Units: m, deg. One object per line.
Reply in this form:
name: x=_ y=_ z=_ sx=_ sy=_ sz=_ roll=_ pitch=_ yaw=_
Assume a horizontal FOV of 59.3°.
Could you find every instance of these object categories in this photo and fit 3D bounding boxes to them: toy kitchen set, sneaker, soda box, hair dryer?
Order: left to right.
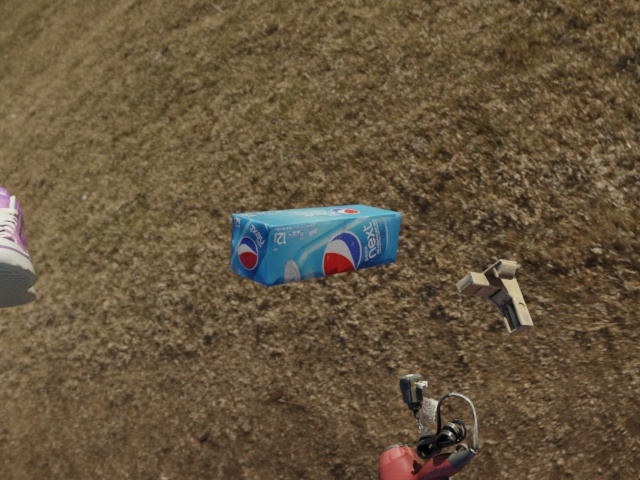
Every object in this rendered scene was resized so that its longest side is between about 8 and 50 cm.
sneaker: x=-0.430 y=-0.003 z=0.723 sx=0.282 sy=0.102 sz=0.161 roll=-24 pitch=74 yaw=61
soda box: x=0.000 y=0.000 z=0.656 sx=0.071 sy=0.210 sz=0.067 roll=17 pitch=108 yaw=44
hair dryer: x=0.151 y=0.362 z=0.863 sx=0.223 sy=0.080 sz=0.293 roll=180 pitch=93 yaw=-78
toy kitchen set: x=0.242 y=0.075 z=0.748 sx=0.068 sy=0.083 sz=0.075 roll=-52 pitch=38 yaw=45
